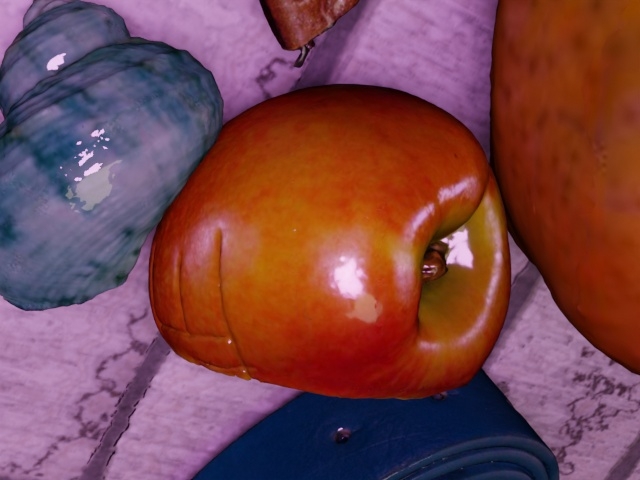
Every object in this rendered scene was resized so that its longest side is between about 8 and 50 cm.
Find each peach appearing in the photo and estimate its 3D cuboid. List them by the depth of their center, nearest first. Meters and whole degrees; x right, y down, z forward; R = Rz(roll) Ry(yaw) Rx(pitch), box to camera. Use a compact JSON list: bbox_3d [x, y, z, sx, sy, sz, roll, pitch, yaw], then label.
[{"bbox_3d":[0.000,0.000,0.813,0.248,0.274,0.245,31,67,-49],"label":"peach"}]

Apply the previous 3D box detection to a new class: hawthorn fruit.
[{"bbox_3d":[0.347,-0.123,0.771,0.471,0.472,0.472,-12,125,-17],"label":"hawthorn fruit"}]

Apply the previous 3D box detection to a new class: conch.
[{"bbox_3d":[-0.163,-0.078,0.728,0.196,0.202,0.134,-13,144,-9],"label":"conch"}]

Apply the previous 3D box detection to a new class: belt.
[{"bbox_3d":[0.028,0.303,1.065,0.436,0.173,0.300,-34,132,-1],"label":"belt"}]

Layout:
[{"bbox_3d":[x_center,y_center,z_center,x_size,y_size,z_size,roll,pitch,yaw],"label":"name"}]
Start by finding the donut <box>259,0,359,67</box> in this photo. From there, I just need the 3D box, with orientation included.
[{"bbox_3d":[0.028,-0.249,0.757,0.217,0.085,0.141,-34,128,-2],"label":"donut"}]
